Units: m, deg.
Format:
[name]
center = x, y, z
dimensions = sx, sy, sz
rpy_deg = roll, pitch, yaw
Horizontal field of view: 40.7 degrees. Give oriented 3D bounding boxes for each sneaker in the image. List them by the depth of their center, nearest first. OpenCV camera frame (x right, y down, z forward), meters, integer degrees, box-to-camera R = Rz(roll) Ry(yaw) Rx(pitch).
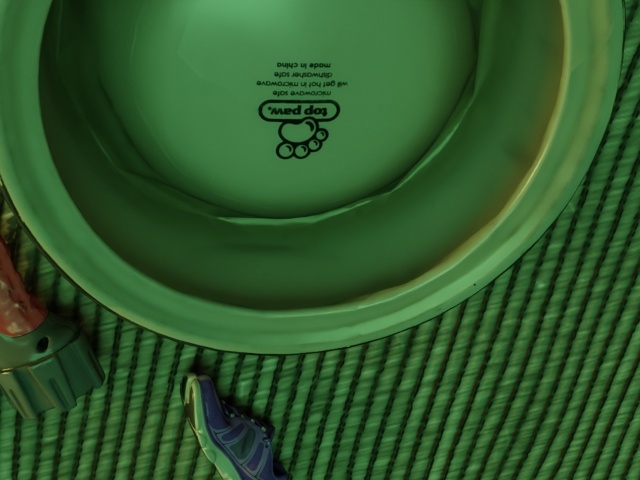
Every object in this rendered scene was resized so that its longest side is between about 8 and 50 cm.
[sneaker]
center = -0.084, 0.188, 0.850
dimensions = 0.071, 0.068, 0.170
rpy_deg = -30, 122, -9

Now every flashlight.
[flashlight]
center = -0.276, 0.010, 0.731
dimensions = 0.103, 0.103, 0.304
rpy_deg = -34, 118, -26

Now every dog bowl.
[dog bowl]
center = -0.015, -0.121, 0.597
dimensions = 0.408, 0.150, 0.408
rpy_deg = -6, 125, -9
